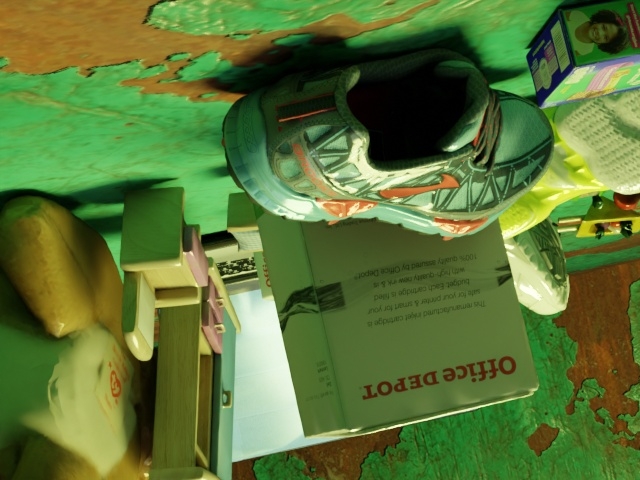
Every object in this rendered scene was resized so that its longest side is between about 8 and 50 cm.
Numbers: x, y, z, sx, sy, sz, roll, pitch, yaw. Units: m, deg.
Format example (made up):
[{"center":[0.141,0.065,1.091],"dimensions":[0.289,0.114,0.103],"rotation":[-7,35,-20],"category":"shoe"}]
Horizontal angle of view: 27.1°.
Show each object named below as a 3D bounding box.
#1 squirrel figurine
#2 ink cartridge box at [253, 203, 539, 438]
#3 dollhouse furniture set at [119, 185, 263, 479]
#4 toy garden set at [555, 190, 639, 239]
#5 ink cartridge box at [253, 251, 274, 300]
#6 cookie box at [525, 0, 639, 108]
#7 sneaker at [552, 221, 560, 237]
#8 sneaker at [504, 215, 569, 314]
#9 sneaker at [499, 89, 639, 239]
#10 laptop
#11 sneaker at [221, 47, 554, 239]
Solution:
[{"center":[-0.331,0.142,1.112],"dimensions":[0.370,0.281,0.397],"rotation":[-7,171,13],"category":"squirrel figurine"},{"center":[0.049,0.023,0.966],"dimensions":[0.160,0.220,0.092],"rotation":[-8,171,-23],"category":"ink cartridge box"},{"center":[0.015,0.101,1.090],"dimensions":[0.303,0.198,0.286],"rotation":[-5,151,6],"category":"dollhouse furniture set"},{"center":[0.233,-0.034,1.310],"dimensions":[0.244,0.049,0.204],"rotation":[-11,159,-5],"category":"toy garden set"},{"center":[0.000,0.000,1.213],"dimensions":[0.122,0.089,0.052],"rotation":[-16,171,26],"category":"ink cartridge box"},{"center":[0.191,-0.120,0.816],"dimensions":[0.107,0.040,0.092],"rotation":[-12,172,-5],"category":"cookie box"},{"center":[0.250,0.004,1.667],"dimensions":[0.162,0.107,0.281],"rotation":[-16,-176,-20],"category":"sneaker"},{"center":[0.141,0.003,1.216],"dimensions":[0.115,0.090,0.232],"rotation":[-24,134,32],"category":"sneaker"},{"center":[0.202,-0.081,1.045],"dimensions":[0.240,0.091,0.126],"rotation":[-22,-167,27],"category":"sneaker"},{"center":[0.010,0.114,1.520],"dimensions":[0.381,0.236,0.408],"rotation":[-12,173,-4],"category":"laptop"},{"center":[0.074,-0.062,0.832],"dimensions":[0.261,0.104,0.125],"rotation":[-6,168,-41],"category":"sneaker"}]
